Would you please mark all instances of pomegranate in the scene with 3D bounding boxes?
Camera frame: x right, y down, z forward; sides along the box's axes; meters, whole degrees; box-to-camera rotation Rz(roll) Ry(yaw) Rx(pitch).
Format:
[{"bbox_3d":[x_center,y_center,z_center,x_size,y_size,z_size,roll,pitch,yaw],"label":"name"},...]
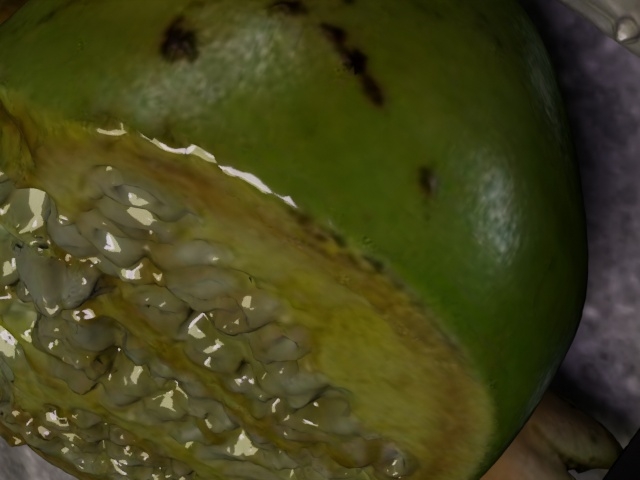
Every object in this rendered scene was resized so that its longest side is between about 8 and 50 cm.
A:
[{"bbox_3d":[0.000,0.000,0.618,0.358,0.216,0.309,37,139,-24],"label":"pomegranate"}]

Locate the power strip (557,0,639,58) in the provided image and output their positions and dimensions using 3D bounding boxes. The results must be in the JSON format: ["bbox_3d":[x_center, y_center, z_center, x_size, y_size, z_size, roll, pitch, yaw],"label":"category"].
[{"bbox_3d":[0.149,-0.108,0.555,0.286,0.048,0.080,39,129,14],"label":"power strip"}]

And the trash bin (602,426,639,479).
[{"bbox_3d":[0.238,0.141,0.479,0.262,0.217,0.277,39,128,6],"label":"trash bin"}]
